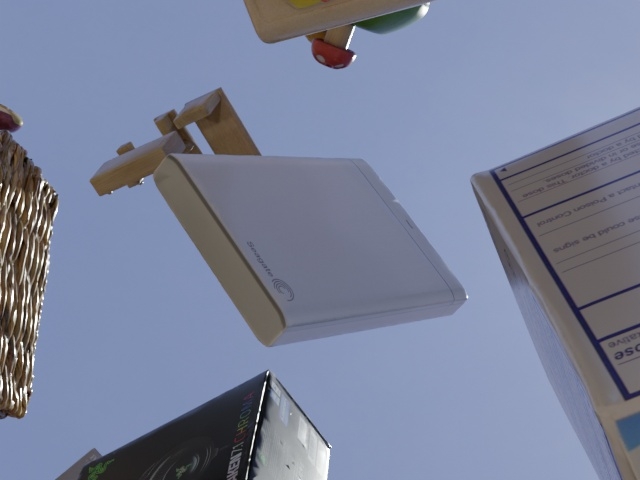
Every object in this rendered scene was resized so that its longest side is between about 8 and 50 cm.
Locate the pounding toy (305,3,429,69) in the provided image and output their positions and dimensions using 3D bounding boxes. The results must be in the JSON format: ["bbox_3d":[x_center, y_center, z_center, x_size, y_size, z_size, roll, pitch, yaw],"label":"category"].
[{"bbox_3d":[-0.003,-0.265,1.423,0.236,0.183,0.110,25,-78,17],"label":"pounding toy"}]

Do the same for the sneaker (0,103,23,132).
[{"bbox_3d":[-0.440,-0.124,1.481,0.185,0.069,0.084,4,-102,15],"label":"sneaker"}]

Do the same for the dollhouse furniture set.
[{"bbox_3d":[-0.174,-0.084,1.570,0.144,0.151,0.123,-21,-67,26],"label":"dollhouse furniture set"}]

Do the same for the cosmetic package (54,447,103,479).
[{"bbox_3d":[-0.347,0.397,1.645,0.127,0.238,0.107,43,-45,4],"label":"cosmetic package"}]

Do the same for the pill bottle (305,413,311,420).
[{"bbox_3d":[-0.065,0.268,1.494,0.086,0.086,0.152,56,-39,33],"label":"pill bottle"}]

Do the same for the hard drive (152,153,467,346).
[{"bbox_3d":[0.000,0.000,1.406,0.047,0.353,0.233,-48,-115,29],"label":"hard drive"}]

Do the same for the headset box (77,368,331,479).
[{"bbox_3d":[-0.146,0.303,1.308,0.283,0.131,0.246,-29,-158,19],"label":"headset box"}]

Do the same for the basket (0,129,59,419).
[{"bbox_3d":[-0.439,0.035,1.371,0.223,0.213,0.299,-1,-113,10],"label":"basket"}]

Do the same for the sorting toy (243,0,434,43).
[{"bbox_3d":[0.020,-0.229,0.837,0.193,0.208,0.038,-13,-137,12],"label":"sorting toy"}]

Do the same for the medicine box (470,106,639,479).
[{"bbox_3d":[0.237,0.024,0.587,0.289,0.263,0.149,-100,166,-68],"label":"medicine box"}]
